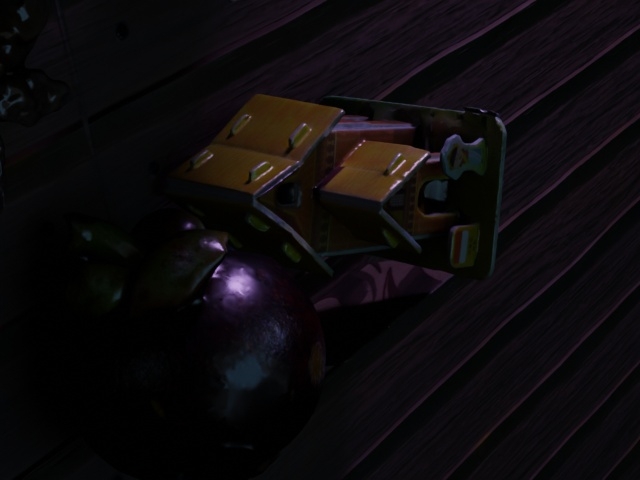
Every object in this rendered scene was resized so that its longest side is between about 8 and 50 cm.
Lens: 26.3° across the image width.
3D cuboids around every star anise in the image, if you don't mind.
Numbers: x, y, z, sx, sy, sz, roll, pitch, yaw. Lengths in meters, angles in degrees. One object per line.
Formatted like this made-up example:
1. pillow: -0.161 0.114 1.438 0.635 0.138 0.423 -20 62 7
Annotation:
1. star anise: -0.348 -0.127 1.284 0.315 0.108 0.315 -2 92 -50

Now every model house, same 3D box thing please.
1. model house: 0.000 0.000 1.628 0.323 0.300 0.340 -6 104 -46

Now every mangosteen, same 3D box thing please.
1. mangosteen: -0.144 0.121 1.474 0.311 0.311 0.311 -16 111 -49

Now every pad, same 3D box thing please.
1. pad: 0.049 0.087 1.762 0.330 0.220 0.004 -35 108 -44

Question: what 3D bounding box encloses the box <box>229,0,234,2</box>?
1. box: -0.073 -0.385 1.462 0.260 0.111 0.194 -102 -178 -64
